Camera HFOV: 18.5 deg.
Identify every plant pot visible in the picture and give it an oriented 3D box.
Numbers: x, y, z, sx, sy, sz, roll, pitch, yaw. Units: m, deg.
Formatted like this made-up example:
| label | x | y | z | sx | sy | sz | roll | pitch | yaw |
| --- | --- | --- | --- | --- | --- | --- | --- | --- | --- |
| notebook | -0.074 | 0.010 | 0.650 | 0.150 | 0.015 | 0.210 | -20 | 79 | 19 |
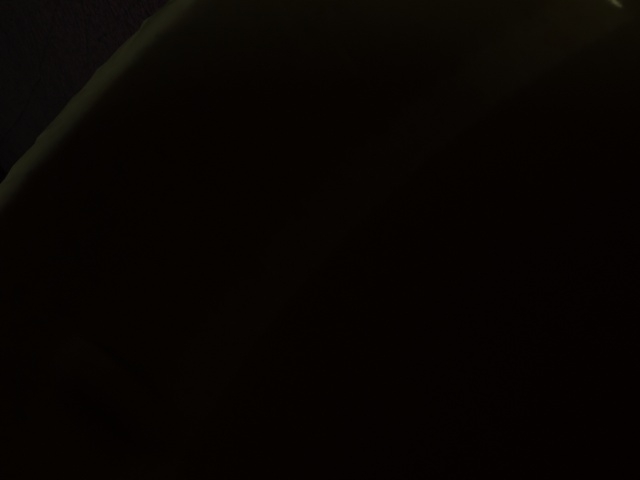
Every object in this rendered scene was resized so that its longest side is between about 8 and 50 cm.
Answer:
| label | x | y | z | sx | sy | sz | roll | pitch | yaw |
| --- | --- | --- | --- | --- | --- | --- | --- | --- | --- |
| plant pot | 0.115 | 0.086 | 0.415 | 0.305 | 0.334 | 0.334 | 49 | 174 | -29 |
